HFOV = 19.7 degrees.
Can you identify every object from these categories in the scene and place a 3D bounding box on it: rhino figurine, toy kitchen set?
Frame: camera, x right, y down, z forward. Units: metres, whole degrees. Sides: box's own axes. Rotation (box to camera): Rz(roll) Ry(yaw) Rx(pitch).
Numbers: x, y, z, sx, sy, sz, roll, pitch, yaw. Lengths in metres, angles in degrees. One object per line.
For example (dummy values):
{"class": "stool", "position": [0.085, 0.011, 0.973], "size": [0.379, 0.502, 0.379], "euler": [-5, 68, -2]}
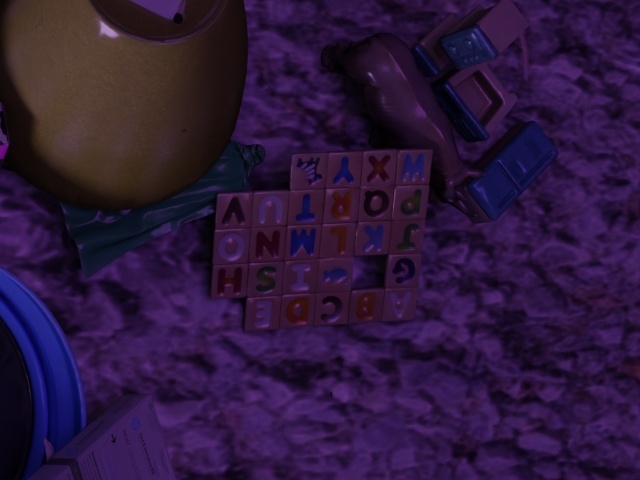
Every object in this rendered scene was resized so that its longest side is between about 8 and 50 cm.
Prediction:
{"class": "rhino figurine", "position": [0.101, -0.122, 1.991], "size": [0.073, 0.106, 0.243], "euler": [-38, 102, -21]}
{"class": "toy kitchen set", "position": [0.187, -0.139, 1.999], "size": [0.122, 0.166, 0.207], "euler": [-45, 105, -21]}

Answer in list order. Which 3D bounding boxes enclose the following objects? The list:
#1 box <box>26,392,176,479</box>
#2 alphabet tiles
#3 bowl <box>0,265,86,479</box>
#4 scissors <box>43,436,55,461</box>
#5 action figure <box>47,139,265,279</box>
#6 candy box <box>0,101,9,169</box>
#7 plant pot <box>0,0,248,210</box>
{"class": "box", "position": [-0.207, 0.254, 1.773], "size": [0.186, 0.038, 0.145], "euler": [-42, 124, -50]}
{"class": "alphabet tiles", "position": [0.000, 0.000, 1.940], "size": [0.237, 0.009, 0.198], "euler": [-3, 113, -20]}
{"class": "bowl", "position": [-0.414, 0.182, 1.718], "size": [0.391, 0.077, 0.391], "euler": [-4, 99, -29]}
{"class": "scissors", "position": [-0.239, 0.328, 1.792], "size": [0.109, 0.021, 0.297], "euler": [-42, 129, -25]}
{"class": "action figure", "position": [-0.160, -0.058, 1.890], "size": [0.232, 0.063, 0.137], "euler": [-18, 92, -21]}
{"class": "candy box", "position": [-0.426, -0.070, 1.717], "size": [0.233, 0.071, 0.159], "euler": [9, 127, -25]}
{"class": "plant pot", "position": [-0.180, -0.196, 1.729], "size": [0.275, 0.293, 0.274], "euler": [3, 75, -13]}
